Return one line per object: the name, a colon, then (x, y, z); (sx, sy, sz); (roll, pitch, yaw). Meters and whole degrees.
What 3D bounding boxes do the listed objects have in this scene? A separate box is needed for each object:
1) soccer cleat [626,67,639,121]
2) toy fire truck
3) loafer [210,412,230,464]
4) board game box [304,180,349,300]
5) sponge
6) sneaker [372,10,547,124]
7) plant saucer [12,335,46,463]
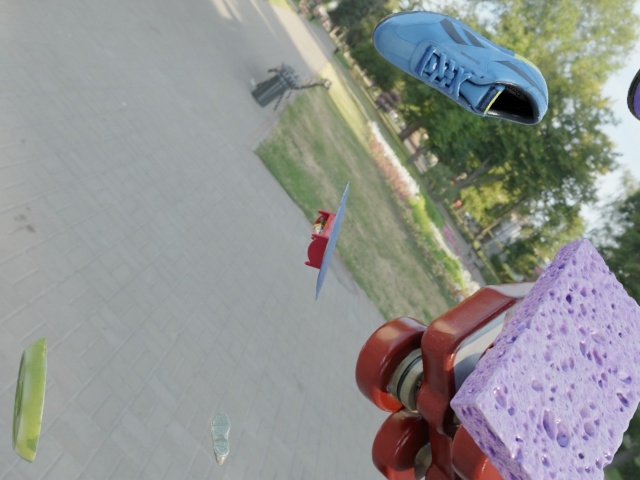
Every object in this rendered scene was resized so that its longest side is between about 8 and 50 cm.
soccer cleat: (0.461, -0.120, 0.567); (0.319, 0.108, 0.116); (10, 35, -14)
toy fire truck: (0.193, 0.167, 0.614); (0.169, 0.254, 0.302); (30, -40, 47)
loafer: (-0.229, 0.449, 1.298); (0.045, 0.039, 0.125); (6, 28, -13)
board game box: (0.000, 0.000, 0.735); (0.033, 0.133, 0.168); (17, -19, 5)
sponge: (0.191, 0.098, 0.438); (0.210, 0.031, 0.117); (-40, 94, -35)
sneaker: (0.155, -0.187, 0.628); (0.210, 0.069, 0.082); (22, 44, -5)
plant saucer: (-0.569, 0.307, 1.114); (0.037, 0.240, 0.240); (7, 40, -29)
